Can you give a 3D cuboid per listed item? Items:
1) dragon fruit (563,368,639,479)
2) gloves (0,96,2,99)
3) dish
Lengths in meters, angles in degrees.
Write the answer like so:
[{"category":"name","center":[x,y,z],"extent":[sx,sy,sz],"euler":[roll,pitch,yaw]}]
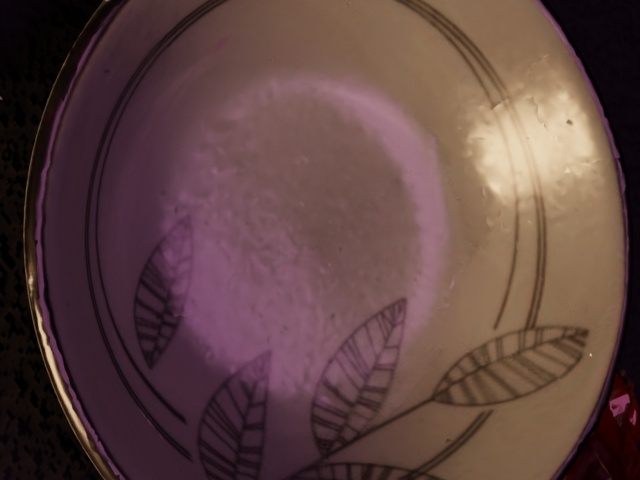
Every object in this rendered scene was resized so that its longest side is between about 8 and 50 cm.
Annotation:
[{"category":"dragon fruit","center":[0.145,0.144,0.734],"extent":[0.161,0.126,0.274],"euler":[12,84,-42]},{"category":"gloves","center":[-0.202,-0.057,0.448],"extent":[0.153,0.070,0.114],"euler":[-30,119,-31]},{"category":"dish","center":[0.000,0.000,0.593],"extent":[0.316,0.106,0.317],"euler":[2,87,-31]}]
